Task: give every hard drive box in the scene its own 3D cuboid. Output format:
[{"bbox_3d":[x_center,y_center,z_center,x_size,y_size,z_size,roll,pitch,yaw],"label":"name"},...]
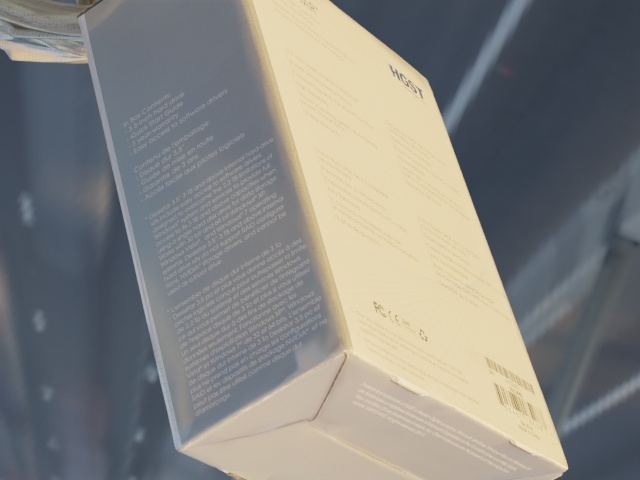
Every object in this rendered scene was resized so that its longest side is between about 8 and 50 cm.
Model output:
[{"bbox_3d":[0.000,0.000,0.856,0.089,0.232,0.181,-31,143,22],"label":"hard drive box"}]

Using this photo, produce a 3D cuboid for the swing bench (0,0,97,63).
[{"bbox_3d":[-0.107,-0.224,1.149,0.165,0.255,0.253,15,180,-10],"label":"swing bench"}]
